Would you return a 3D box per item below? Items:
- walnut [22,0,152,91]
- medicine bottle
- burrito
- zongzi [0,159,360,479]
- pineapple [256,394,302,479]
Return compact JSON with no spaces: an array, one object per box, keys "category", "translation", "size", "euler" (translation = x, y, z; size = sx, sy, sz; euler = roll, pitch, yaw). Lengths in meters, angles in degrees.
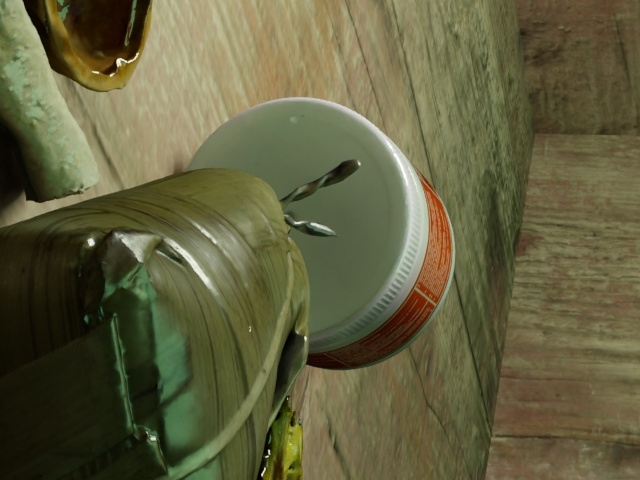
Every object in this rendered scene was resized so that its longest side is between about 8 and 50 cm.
[{"category":"walnut","translation":[-0.199,-0.217,1.217],"size":[0.167,0.087,0.211],"euler":[-53,148,-53]},{"category":"medicine bottle","translation":[0.000,0.000,1.647],"size":[0.241,0.253,0.252],"euler":[38,56,-72]},{"category":"burrito","translation":[-0.224,-0.109,1.177],"size":[0.060,0.087,0.226],"euler":[-32,135,-16]},{"category":"zongzi","translation":[-0.116,0.182,1.291],"size":[0.500,0.218,0.466],"euler":[-31,118,-70]},{"category":"pineapple","translation":[-0.073,0.271,1.753],"size":[0.225,0.076,0.224],"euler":[5,90,-76]}]
